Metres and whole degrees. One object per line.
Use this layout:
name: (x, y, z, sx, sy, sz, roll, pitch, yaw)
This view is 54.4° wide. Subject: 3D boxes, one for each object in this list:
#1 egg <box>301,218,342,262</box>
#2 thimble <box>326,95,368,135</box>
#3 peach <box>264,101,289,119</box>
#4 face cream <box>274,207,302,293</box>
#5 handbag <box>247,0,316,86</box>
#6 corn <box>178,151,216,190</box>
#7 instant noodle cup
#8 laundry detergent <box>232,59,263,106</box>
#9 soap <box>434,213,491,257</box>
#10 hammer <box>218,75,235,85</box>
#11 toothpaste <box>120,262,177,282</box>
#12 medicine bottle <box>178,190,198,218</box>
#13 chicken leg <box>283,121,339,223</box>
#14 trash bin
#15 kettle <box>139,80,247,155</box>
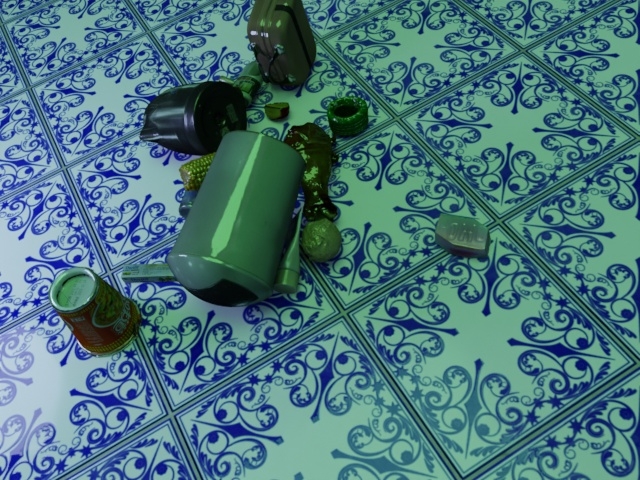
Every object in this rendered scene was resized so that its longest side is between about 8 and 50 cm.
egg: (0.000, 0.000, 1.694, 0.118, 0.116, 0.140, -37, 17, 11)
thimble: (0.084, -0.390, 1.960, 0.130, 0.090, 0.118, 11, 60, 18)
peach: (-0.143, -0.425, 2.048, 0.083, 0.050, 0.077, -4, 32, -4)
face cream: (-0.080, 0.029, 1.697, 0.070, 0.114, 0.224, 17, 63, -16)
handbag: (-0.132, -0.636, 2.047, 0.149, 0.301, 0.283, 11, 64, 19)
corn: (-0.270, -0.220, 1.854, 0.318, 0.115, 0.115, -23, 52, -31)
instant noodle cup: (-0.595, 0.176, 1.623, 0.193, 0.212, 0.193, -5, 56, 7)
laundry detergent: (-0.239, -0.556, 2.145, 0.099, 0.070, 0.225, 1, 53, 36)
soap: (0.383, -0.009, 1.665, 0.149, 0.056, 0.100, 13, 62, 19)
hammer: (-0.371, -0.494, 2.160, 0.060, 0.028, 0.195, 27, 68, 18)
toothpaste: (-0.482, 0.091, 1.769, 0.164, 0.034, 0.046, -2, 56, 9)
medicine bottle: (-0.362, -0.157, 1.888, 0.084, 0.083, 0.203, 5, 55, 14)
chicken leg: (-0.050, -0.214, 1.834, 0.212, 0.140, 0.360, 2, 52, 2)
trash bin: (-0.213, -0.041, 1.621, 0.281, 0.280, 0.431, 11, 70, 17)
kettle: (-0.403, -0.408, 1.990, 0.324, 0.228, 0.321, 7, 45, 36)
